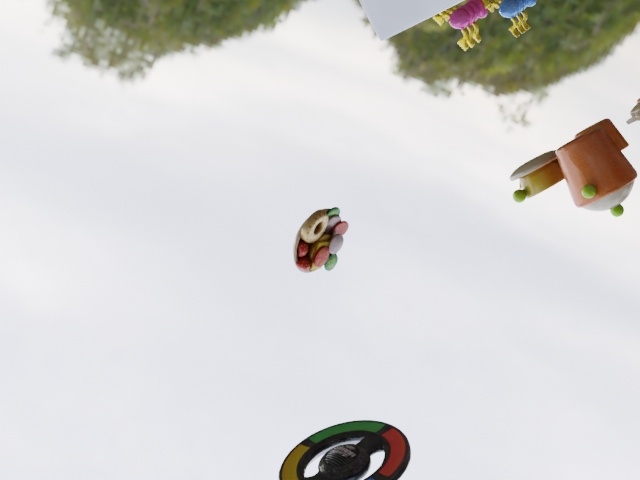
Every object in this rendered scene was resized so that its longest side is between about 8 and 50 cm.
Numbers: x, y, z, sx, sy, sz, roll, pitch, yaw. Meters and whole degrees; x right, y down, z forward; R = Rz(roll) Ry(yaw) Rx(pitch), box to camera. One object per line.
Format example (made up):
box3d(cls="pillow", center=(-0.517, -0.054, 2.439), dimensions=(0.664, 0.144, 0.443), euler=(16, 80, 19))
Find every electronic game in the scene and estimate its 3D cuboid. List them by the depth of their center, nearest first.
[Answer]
box3d(cls="electronic game", center=(0.040, 0.373, 2.186), dimensions=(0.229, 0.048, 0.229), euler=(-14, -156, 6))

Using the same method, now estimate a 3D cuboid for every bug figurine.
box3d(cls="bug figurine", center=(0.248, -0.458, 2.292), dimensions=(0.279, 0.072, 0.216), euler=(44, -123, 8))

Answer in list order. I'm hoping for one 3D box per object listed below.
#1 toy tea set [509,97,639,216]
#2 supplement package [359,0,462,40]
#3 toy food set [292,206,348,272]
box3d(cls="toy tea set", center=(0.447, -0.123, 1.894), dimensions=(0.124, 0.336, 0.200), euler=(61, 160, -1))
box3d(cls="supplement package", center=(0.137, -0.325, 1.535), dimensions=(0.105, 0.179, 0.105), euler=(-37, -78, -46))
box3d(cls="toy food set", center=(0.000, 0.000, 1.499), dimensions=(0.020, 0.083, 0.083), euler=(27, -160, 34))
